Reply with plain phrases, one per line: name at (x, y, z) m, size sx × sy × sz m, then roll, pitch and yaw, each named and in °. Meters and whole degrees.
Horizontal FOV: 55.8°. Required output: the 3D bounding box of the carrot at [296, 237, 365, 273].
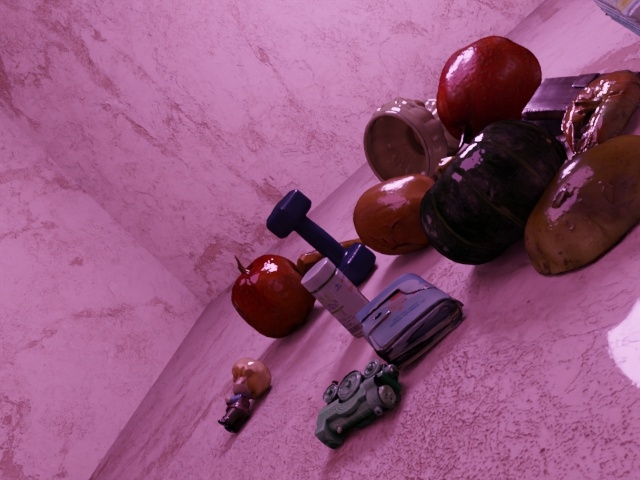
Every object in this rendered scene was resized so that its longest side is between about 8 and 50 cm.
carrot at (0.039, 0.045, 1.870) m, size 0.260 × 0.070 × 0.070 m, roll -17°, pitch -10°, yaw -39°

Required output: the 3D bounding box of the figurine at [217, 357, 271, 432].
figurine at (-0.203, 0.402, 1.577) m, size 0.108 × 0.114 × 0.196 m, roll -4°, pitch 47°, yaw 39°

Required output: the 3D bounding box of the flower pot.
flower pot at (0.314, -0.330, 1.976) m, size 0.244 × 0.308 × 0.307 m, roll -33°, pitch 1°, yaw -34°

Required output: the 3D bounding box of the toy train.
toy train at (0.065, 0.278, 1.044) m, size 0.178 × 0.071 × 0.105 m, roll -40°, pitch 18°, yaw 32°

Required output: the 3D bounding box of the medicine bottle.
medicine bottle at (0.047, 0.132, 1.390) m, size 0.086 × 0.183 × 0.086 m, roll -42°, pitch 10°, yaw 10°

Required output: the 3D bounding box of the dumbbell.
dumbbell at (0.000, 0.000, 1.728) m, size 0.160 × 0.324 × 0.144 m, roll -54°, pitch 8°, yaw -31°

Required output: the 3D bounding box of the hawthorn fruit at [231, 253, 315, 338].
hawthorn fruit at (-0.142, 0.170, 1.854) m, size 0.258 × 0.261 × 0.258 m, roll 10°, pitch -90°, yaw -86°

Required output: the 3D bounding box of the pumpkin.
pumpkin at (0.315, -0.096, 1.128) m, size 0.300 × 0.207 × 0.300 m, roll -45°, pitch -11°, yaw -11°

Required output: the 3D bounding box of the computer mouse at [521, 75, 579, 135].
computer mouse at (0.546, -0.309, 1.489) m, size 0.167 × 0.090 × 0.379 m, roll -48°, pitch 8°, yaw -28°

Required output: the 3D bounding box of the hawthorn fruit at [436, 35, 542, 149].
hawthorn fruit at (0.464, -0.404, 1.737) m, size 0.369 × 0.284 × 0.284 m, roll -58°, pitch 14°, yaw -22°

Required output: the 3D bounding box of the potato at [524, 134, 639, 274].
potato at (0.418, -0.073, 0.942) m, size 0.271 × 0.111 × 0.160 m, roll -43°, pitch 8°, yaw 2°

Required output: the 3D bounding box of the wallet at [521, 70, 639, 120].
wallet at (0.559, -0.307, 1.301) m, size 0.124 × 0.042 × 0.230 m, roll -53°, pitch 32°, yaw -15°

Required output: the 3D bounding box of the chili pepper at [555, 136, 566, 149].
chili pepper at (0.486, -0.184, 1.333) m, size 0.153 × 0.041 × 0.050 m, roll -39°, pitch -24°, yaw 27°

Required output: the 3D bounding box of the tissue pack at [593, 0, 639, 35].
tissue pack at (0.797, -0.604, 1.361) m, size 0.287 × 0.162 × 0.388 m, roll -41°, pitch 18°, yaw 26°

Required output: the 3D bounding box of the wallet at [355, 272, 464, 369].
wallet at (0.165, 0.150, 1.174) m, size 0.176 × 0.075 × 0.250 m, roll -39°, pitch 10°, yaw -1°

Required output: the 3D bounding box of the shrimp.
shrimp at (0.530, -0.226, 1.170) m, size 0.145 × 0.061 × 0.267 m, roll 0°, pitch 60°, yaw 48°

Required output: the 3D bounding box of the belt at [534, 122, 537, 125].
belt at (0.467, -0.218, 1.428) m, size 0.071 × 0.053 × 0.232 m, roll -40°, pitch -2°, yaw -7°

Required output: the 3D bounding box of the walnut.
walnut at (0.208, -0.063, 1.534) m, size 0.203 × 0.203 × 0.297 m, roll -50°, pitch 14°, yaw -32°
